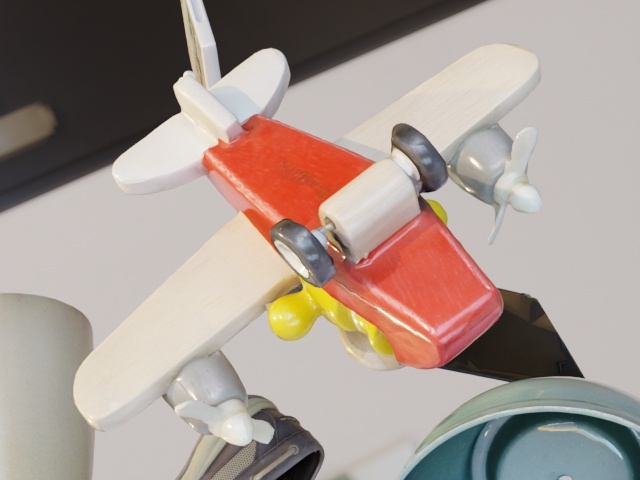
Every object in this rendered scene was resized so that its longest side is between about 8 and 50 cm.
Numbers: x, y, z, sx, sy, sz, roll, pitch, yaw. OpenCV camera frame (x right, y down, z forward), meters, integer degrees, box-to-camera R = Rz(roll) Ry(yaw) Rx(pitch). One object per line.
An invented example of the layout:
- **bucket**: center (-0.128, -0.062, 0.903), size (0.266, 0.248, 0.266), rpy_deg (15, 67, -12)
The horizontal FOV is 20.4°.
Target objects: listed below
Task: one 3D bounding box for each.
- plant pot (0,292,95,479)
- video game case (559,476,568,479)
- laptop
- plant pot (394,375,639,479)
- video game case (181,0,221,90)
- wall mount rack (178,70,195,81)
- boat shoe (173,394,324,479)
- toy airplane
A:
- **plant pot**: center (-0.330, 0.232, 1.782), size (0.256, 0.257, 0.274), rpy_deg (95, 161, -61)
- **video game case**: center (0.206, 0.318, 2.027), size (0.023, 0.183, 0.201), rpy_deg (42, 161, 52)
- **laptop**: center (0.116, 0.107, 1.887), size (0.264, 0.234, 0.136), rpy_deg (-23, 59, 53)
- **plant pot**: center (0.198, 0.233, 1.469), size (0.196, 0.293, 0.293), rpy_deg (-61, -48, -69)
- **video game case**: center (-0.121, -0.191, 1.851), size (0.157, 0.019, 0.143), rpy_deg (84, 170, -48)
- **wall mount rack**: center (-0.113, -0.072, 2.354), size (0.350, 0.131, 0.304), rpy_deg (-159, 65, -82)
- **boat shoe**: center (-0.119, 0.331, 1.920), size (0.130, 0.355, 0.132), rpy_deg (21, 160, 32)
- **toy airplane**: center (0.000, 0.000, 1.522), size (0.272, 0.386, 0.384), rpy_deg (59, -151, -33)
